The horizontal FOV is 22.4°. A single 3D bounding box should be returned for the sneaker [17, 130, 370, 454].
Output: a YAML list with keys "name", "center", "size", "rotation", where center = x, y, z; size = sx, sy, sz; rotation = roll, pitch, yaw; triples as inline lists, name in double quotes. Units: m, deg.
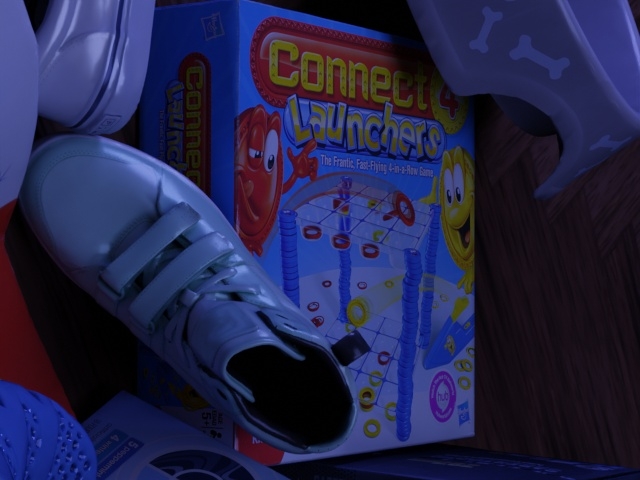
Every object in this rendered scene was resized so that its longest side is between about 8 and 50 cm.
- name: "sneaker"
  center: [-0.072, 0.025, 0.935]
  size: [0.256, 0.151, 0.094]
  rotation: [42, 84, -5]

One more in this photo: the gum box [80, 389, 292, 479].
- name: "gum box"
  center: [-0.091, 0.179, 0.948]
  size: [0.157, 0.184, 0.041]
  rotation: [-40, 147, -48]

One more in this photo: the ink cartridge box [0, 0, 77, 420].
- name: "ink cartridge box"
  center: [-0.250, 0.006, 0.808]
  size: [0.308, 0.091, 0.385]
  rotation: [-40, 120, -48]

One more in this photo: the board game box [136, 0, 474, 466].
- name: "board game box"
  center: [0.000, 0.000, 1.163]
  size: [0.308, 0.086, 0.301]
  rotation: [2, 88, -55]

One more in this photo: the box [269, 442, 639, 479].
- name: "box"
  center: [0.090, 0.184, 1.159]
  size: [0.183, 0.233, 0.059]
  rotation: [2, 90, -54]

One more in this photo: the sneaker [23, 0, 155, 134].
- name: "sneaker"
  center: [-0.145, -0.194, 0.961]
  size: [0.091, 0.094, 0.258]
  rotation: [14, 71, -39]

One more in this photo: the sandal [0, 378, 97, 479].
- name: "sandal"
  center: [-0.197, 0.122, 0.771]
  size: [0.317, 0.138, 0.126]
  rotation: [14, 89, -64]

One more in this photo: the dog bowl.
- name: "dog bowl"
  center: [0.159, -0.210, 1.281]
  size: [0.349, 0.102, 0.348]
  rotation: [50, 28, -39]
